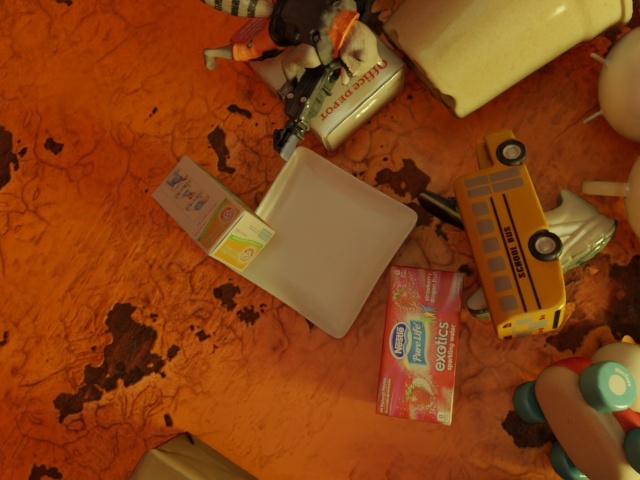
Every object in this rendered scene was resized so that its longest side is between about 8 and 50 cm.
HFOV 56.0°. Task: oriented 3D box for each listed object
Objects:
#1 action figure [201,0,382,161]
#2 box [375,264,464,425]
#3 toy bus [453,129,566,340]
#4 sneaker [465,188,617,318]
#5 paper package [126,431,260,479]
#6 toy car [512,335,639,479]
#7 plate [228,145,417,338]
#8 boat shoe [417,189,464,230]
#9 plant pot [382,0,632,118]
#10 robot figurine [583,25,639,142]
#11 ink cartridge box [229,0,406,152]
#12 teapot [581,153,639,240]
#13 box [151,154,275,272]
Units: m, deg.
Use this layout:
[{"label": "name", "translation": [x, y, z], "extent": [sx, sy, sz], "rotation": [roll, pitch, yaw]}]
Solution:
[{"label": "action figure", "translation": [-0.060, -0.324, 1.023], "extent": [0.330, 0.178, 0.341], "rotation": [18, 83, 22]}, {"label": "box", "translation": [0.174, 0.179, 1.054], "extent": [0.128, 0.122, 0.256], "rotation": [6, 83, 11]}, {"label": "toy bus", "translation": [0.308, -0.016, 0.990], "extent": [0.130, 0.108, 0.332], "rotation": [-16, 61, 12]}, {"label": "sneaker", "translation": [0.372, 0.029, 1.067], "extent": [0.297, 0.111, 0.129], "rotation": [-36, 66, -4]}, {"label": "paper package", "translation": [-0.231, 0.555, 1.044], "extent": [0.310, 0.168, 0.324], "rotation": [30, 87, 11]}, {"label": "toy car", "translation": [0.490, 0.257, 0.981], "extent": [0.238, 0.219, 0.210], "rotation": [-26, 77, -24]}, {"label": "plate", "translation": [0.000, 0.000, 1.149], "extent": [0.277, 0.045, 0.278], "rotation": [32, 88, 13]}, {"label": "boat shoe", "translation": [0.254, -0.056, 1.115], "extent": [0.152, 0.056, 0.049], "rotation": [31, 77, 9]}, {"label": "plant pot", "translation": [0.290, -0.389, 1.044], "extent": [0.305, 0.334, 0.333], "rotation": [-41, 77, 13]}, {"label": "robot figurine", "translation": [0.630, -0.268, 1.006], "extent": [0.354, 0.199, 0.299], "rotation": [-3, 111, 8]}, {"label": "ink cartridge box", "translation": [-0.002, -0.340, 1.161], "extent": [0.207, 0.117, 0.283], "rotation": [-42, 78, 1]}, {"label": "teapot", "translation": [0.605, -0.072, 0.963], "extent": [0.252, 0.187, 0.256], "rotation": [-41, 81, 17]}, {"label": "box", "translation": [-0.199, -0.049, 1.124], "extent": [0.103, 0.114, 0.203], "rotation": [-50, 57, 1]}]
